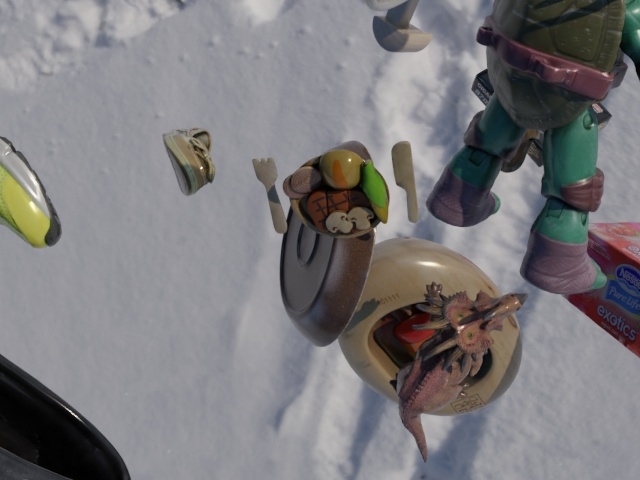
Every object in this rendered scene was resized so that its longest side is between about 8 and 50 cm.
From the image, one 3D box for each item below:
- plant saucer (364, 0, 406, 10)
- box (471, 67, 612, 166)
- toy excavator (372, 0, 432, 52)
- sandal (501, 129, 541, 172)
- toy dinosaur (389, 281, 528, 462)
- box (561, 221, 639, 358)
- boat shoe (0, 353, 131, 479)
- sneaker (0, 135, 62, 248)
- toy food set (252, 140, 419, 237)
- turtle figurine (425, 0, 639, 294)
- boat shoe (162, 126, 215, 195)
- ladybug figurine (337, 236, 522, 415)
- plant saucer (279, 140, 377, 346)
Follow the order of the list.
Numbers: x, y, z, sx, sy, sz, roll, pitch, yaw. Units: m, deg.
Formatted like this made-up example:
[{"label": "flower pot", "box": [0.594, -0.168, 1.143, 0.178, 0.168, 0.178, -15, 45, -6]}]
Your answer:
[{"label": "plant saucer", "box": [0.200, -0.558, 1.450, 0.400, 0.400, 0.100, -43, 85, 25]}, {"label": "box", "box": [0.432, -0.272, 1.722, 0.175, 0.051, 0.220, -30, 70, -18]}, {"label": "toy excavator", "box": [0.296, -0.629, 1.878, 0.445, 0.222, 0.433, 12, 107, 49]}, {"label": "sandal", "box": [0.319, -0.166, 1.395, 0.180, 0.072, 0.049, 88, 162, -50]}, {"label": "toy dinosaur", "box": [0.164, 0.174, 1.219, 0.127, 0.200, 0.296, 25, 97, 8]}, {"label": "box", "box": [0.550, 0.091, 1.420, 0.300, 0.154, 0.142, -130, 43, -57]}, {"label": "boat shoe", "box": [-0.312, 0.070, 0.612, 0.156, 0.500, 0.187, -33, 30, 0]}, {"label": "sneaker", "box": [-0.277, -0.047, 0.618, 0.208, 0.081, 0.094, 34, 67, 7]}, {"label": "toy food set", "box": [0.020, -0.051, 1.056, 0.191, 0.039, 0.132, -6, 126, 12]}, {"label": "turtle figurine", "box": [0.134, -0.097, 0.448, 0.175, 0.118, 0.234, 56, 138, 48]}, {"label": "boat shoe", "box": [-0.123, -0.083, 0.852, 0.048, 0.153, 0.056, -20, 107, -7]}, {"label": "ladybug figurine", "box": [0.195, 0.153, 1.589, 0.305, 0.449, 0.162, -23, 38, 15]}, {"label": "plant saucer", "box": [0.000, 0.000, 1.300, 0.310, 0.050, 0.311, -169, 90, -70]}]
